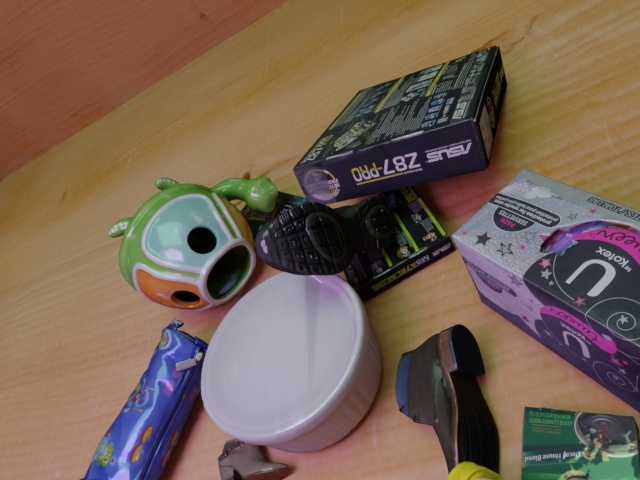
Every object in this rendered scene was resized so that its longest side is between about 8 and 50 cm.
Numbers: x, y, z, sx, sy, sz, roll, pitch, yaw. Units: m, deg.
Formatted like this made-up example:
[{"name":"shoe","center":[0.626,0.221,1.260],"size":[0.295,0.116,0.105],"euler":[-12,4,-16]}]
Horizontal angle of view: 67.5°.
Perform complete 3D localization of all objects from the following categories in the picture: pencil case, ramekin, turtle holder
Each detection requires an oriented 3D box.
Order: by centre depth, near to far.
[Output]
[{"name":"ramekin","center":[-0.033,0.184,0.718],"size":[0.272,0.127,0.273],"euler":[-21,42,21]},{"name":"pencil case","center":[-0.278,0.294,0.805],"size":[0.133,0.119,0.306],"euler":[-21,38,55]},{"name":"turtle holder","center":[-0.234,0.009,0.987],"size":[0.227,0.243,0.320],"euler":[24,35,33]}]

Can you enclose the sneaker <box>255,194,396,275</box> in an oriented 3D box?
[{"name":"sneaker","center":[0.000,0.000,0.741],"size":[0.130,0.286,0.109],"euler":[-15,86,40]}]

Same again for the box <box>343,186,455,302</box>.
[{"name":"box","center":[0.115,-0.007,0.852],"size":[0.184,0.045,0.191],"euler":[-30,40,7]}]

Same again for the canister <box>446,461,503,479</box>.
[{"name":"canister","center":[0.182,0.290,0.422],"size":[0.170,0.073,0.126],"euler":[-3,56,60]}]

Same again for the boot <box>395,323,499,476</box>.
[{"name":"boot","center":[0.154,0.224,0.602],"size":[0.106,0.082,0.219],"euler":[-34,40,44]}]

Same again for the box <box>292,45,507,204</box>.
[{"name":"box","center":[0.165,-0.223,0.896],"size":[0.318,0.097,0.395],"euler":[-8,31,30]}]

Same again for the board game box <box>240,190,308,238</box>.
[{"name":"board game box","center":[-0.114,-0.056,1.085],"size":[0.186,0.026,0.126],"euler":[19,66,45]}]

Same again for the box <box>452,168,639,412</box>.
[{"name":"box","center":[0.303,0.048,0.561],"size":[0.142,0.163,0.247],"euler":[-42,39,-7]}]

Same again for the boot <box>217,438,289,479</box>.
[{"name":"boot","center":[-0.102,0.320,0.712],"size":[0.118,0.042,0.087],"euler":[-22,35,10]}]

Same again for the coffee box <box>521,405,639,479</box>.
[{"name":"coffee box","center":[0.263,0.267,0.481],"size":[0.113,0.040,0.184],"euler":[-6,50,34]}]
